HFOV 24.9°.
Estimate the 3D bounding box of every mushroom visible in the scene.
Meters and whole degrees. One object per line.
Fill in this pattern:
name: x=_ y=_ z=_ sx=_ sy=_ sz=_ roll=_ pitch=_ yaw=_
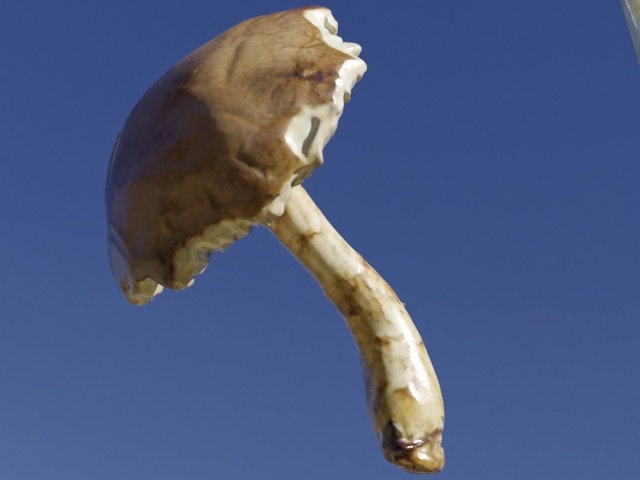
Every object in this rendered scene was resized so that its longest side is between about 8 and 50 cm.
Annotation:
mushroom: x=-0.034 y=-0.002 z=1.008 sx=0.208 sy=0.233 sz=0.302 roll=-7 pitch=-56 yaw=17

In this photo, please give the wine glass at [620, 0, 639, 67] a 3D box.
wine glass: x=0.205 y=-0.241 z=1.076 sx=0.232 sy=0.156 sz=0.156 roll=38 pitch=-40 yaw=-6
